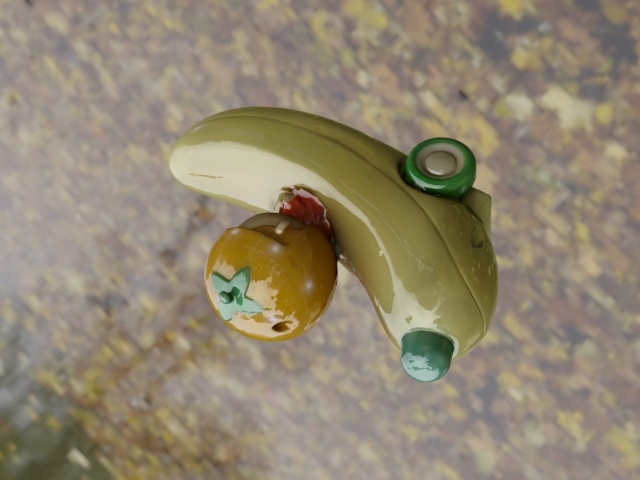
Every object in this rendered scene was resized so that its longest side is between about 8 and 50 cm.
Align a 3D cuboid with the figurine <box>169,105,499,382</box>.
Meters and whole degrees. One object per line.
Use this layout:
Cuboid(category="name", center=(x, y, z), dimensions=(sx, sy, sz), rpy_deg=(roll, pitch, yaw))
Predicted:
Cuboid(category="figurine", center=(0.000, 0.000, 1.352), dimensions=(0.324, 0.222, 0.124), rpy_deg=(27, 150, 24))
